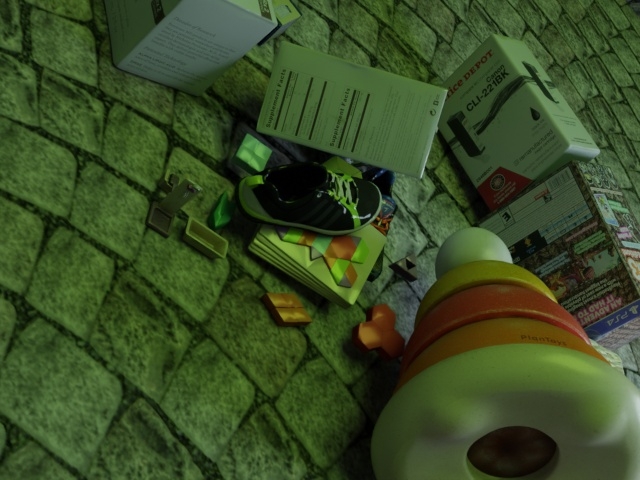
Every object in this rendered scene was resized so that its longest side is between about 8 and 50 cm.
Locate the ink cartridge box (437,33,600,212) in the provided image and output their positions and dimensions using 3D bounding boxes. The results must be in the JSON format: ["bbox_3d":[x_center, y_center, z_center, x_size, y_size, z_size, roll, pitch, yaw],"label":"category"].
[{"bbox_3d":[0.340,-0.208,2.013,0.114,0.197,0.273,3,50,-48],"label":"ink cartridge box"}]

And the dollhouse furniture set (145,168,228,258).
[{"bbox_3d":[-0.147,-0.042,1.422,0.114,0.081,0.091,36,39,-25],"label":"dollhouse furniture set"}]

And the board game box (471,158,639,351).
[{"bbox_3d":[0.434,0.047,1.901,0.141,0.232,0.291,4,59,-48],"label":"board game box"}]

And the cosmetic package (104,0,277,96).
[{"bbox_3d":[-0.183,-0.325,1.534,0.151,0.183,0.151,15,49,-43],"label":"cosmetic package"}]

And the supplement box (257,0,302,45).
[{"bbox_3d":[-0.089,-0.372,1.798,0.083,0.056,0.083,52,35,-3],"label":"supplement box"}]

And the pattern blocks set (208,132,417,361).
[{"bbox_3d":[0.000,0.000,1.544,0.324,0.026,0.285,25,56,-21],"label":"pattern blocks set"}]

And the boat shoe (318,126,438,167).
[{"bbox_3d":[0.091,-0.163,1.826,0.319,0.116,0.099,-5,108,-59],"label":"boat shoe"}]

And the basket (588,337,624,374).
[{"bbox_3d":[0.392,0.210,1.766,0.167,0.103,0.113,29,29,-9],"label":"basket"}]

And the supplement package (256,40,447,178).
[{"bbox_3d":[0.043,-0.188,1.605,0.244,0.134,0.139,16,7,0],"label":"supplement package"}]

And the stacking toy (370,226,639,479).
[{"bbox_3d":[0.243,0.145,1.536,0.350,0.350,0.480,37,30,-23],"label":"stacking toy"}]

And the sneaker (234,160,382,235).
[{"bbox_3d":[-0.002,-0.059,1.489,0.234,0.097,0.084,-2,69,-33],"label":"sneaker"}]

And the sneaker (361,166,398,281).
[{"bbox_3d":[0.072,-0.033,1.669,0.083,0.087,0.221,30,41,-29],"label":"sneaker"}]
